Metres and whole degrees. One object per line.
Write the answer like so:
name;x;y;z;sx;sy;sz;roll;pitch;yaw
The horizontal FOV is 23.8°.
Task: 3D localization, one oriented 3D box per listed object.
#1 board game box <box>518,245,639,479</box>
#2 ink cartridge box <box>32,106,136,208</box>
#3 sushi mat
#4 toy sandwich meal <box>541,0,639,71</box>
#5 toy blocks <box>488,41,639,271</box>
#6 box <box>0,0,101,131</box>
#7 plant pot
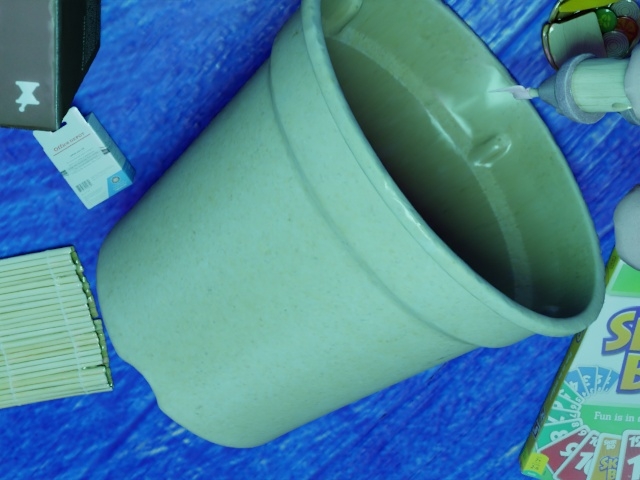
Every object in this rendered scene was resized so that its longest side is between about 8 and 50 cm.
board game box;0.285;0.117;1.374;0.124;0.039;0.259;17;111;-7
ink cartridge box;-0.202;-0.075;1.299;0.048;0.028;0.083;-29;111;14
sushi mat;-0.355;0.100;1.389;0.316;0.019;0.151;-11;113;6
toy sandwich meal;0.223;-0.171;1.243;0.085;0.029;0.086;1;115;1
toy blocks;0.323;-0.132;1.173;0.288;0.260;0.309;0;92;-34
box;-0.261;-0.198;1.149;0.168;0.203;0.167;5;114;-1
plant pot;0.000;0.000;1.193;0.305;0.334;0.334;-36;109;27
